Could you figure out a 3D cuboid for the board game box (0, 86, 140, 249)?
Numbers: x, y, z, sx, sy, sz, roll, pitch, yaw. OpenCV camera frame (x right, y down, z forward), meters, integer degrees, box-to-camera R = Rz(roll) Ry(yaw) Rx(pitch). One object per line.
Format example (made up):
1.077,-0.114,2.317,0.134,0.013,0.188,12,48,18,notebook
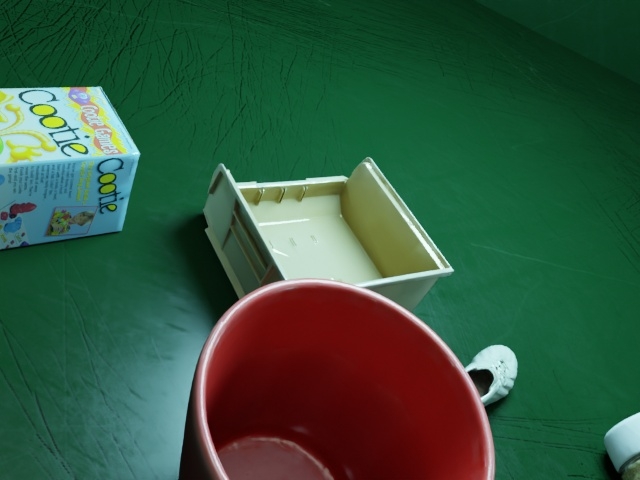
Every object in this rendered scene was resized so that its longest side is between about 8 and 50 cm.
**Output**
-0.388,-0.088,0.799,0.275,0.144,0.142,-11,53,-37,board game box

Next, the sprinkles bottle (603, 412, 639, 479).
0.489,0.389,0.808,0.121,0.121,0.356,6,45,-24,sprinkles bottle

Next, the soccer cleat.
0.226,0.192,0.901,0.196,0.076,0.068,-24,62,-44,soccer cleat

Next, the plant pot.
-0.017,0.214,0.614,0.274,0.243,0.275,16,42,-15,plant pot

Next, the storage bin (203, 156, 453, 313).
0.000,0.000,0.940,0.262,0.123,0.260,-8,52,-34,storage bin
